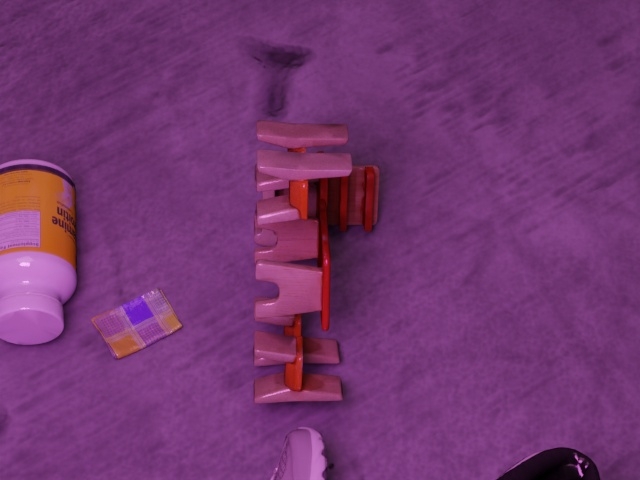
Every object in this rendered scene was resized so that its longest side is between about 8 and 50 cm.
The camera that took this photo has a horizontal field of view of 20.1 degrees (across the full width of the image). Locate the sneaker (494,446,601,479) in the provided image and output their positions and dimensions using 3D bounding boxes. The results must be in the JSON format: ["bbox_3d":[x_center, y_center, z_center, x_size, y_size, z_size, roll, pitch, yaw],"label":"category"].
[{"bbox_3d":[0.113,0.359,1.594,0.169,0.257,0.447,27,61,16],"label":"sneaker"}]

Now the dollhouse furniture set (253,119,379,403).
[{"bbox_3d":[0.000,0.000,1.845,0.135,0.262,0.259,1,26,-3],"label":"dollhouse furniture set"}]

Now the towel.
[{"bbox_3d":[-0.195,0.088,1.914,0.083,0.009,0.060,-24,60,-15],"label":"towel"}]

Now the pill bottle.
[{"bbox_3d":[-0.309,0.013,1.906,0.103,0.103,0.184,-4,58,-3],"label":"pill bottle"}]

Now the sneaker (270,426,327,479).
[{"bbox_3d":[-0.063,0.298,1.722,0.115,0.105,0.281,13,58,8],"label":"sneaker"}]
